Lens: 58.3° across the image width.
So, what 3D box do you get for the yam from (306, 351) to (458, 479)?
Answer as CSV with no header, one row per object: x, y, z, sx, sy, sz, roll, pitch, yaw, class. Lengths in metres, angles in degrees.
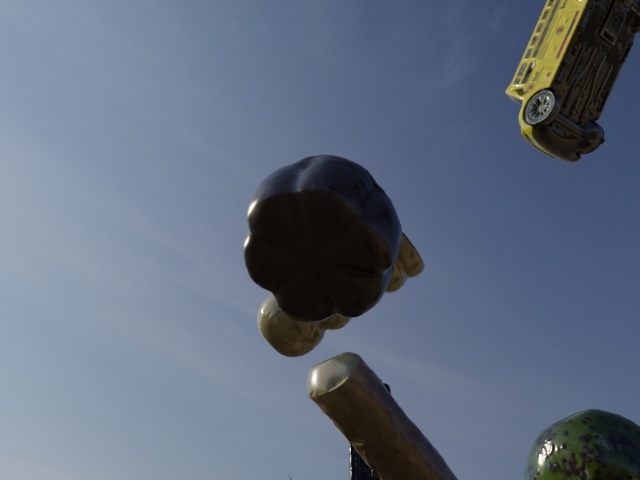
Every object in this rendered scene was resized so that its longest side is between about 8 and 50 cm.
0.111,0.262,0.570,0.357,0.081,0.081,52,-43,0,yam

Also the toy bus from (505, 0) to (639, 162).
0.431,-0.308,0.986,0.144,0.330,0.152,20,6,-30,toy bus

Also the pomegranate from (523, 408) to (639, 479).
0.495,0.431,0.996,0.270,0.254,0.254,24,-18,51,pomegranate

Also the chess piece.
0.022,0.086,1.022,0.299,0.167,0.167,-41,-50,-3,chess piece

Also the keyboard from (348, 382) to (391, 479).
0.084,0.312,0.899,0.087,0.251,0.017,16,-59,-8,keyboard

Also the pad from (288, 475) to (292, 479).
0.006,0.512,1.040,0.188,0.006,0.113,51,-12,-1,pad

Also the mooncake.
0.000,0.000,0.847,0.244,0.133,0.245,7,-65,15,mooncake
